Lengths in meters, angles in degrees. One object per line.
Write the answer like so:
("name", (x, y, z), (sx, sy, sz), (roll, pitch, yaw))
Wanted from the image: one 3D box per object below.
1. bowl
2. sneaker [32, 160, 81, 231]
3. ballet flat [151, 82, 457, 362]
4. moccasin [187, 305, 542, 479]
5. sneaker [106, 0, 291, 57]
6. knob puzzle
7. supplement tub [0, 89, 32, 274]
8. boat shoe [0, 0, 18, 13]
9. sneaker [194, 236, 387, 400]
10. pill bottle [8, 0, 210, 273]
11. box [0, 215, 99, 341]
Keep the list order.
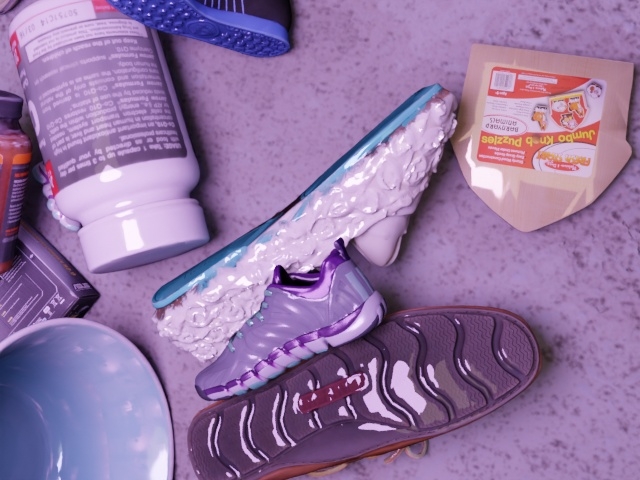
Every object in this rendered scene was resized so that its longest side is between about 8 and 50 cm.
("bowl", (-0.319, 0.240, 0.817), (0.163, 0.311, 0.311), (-6, 88, 30))
("sneaker", (-0.299, -0.066, 0.925), (0.069, 0.038, 0.098), (-32, 84, 9))
("ballet flat", (0.000, 0.000, 0.835), (0.409, 0.147, 0.147), (-37, 83, 13))
("moccasin", (0.049, 0.176, 0.816), (0.380, 0.147, 0.139), (-30, 70, 12))
("sneaker", (-0.130, -0.272, 0.824), (0.081, 0.232, 0.090), (-14, 72, 47))
("knob puzzle", (0.234, -0.105, 0.832), (0.213, 0.030, 0.213), (0, 89, 10))
("supplement tub", (-0.374, -0.065, 0.833), (0.106, 0.106, 0.198), (17, 102, 10))
("boat shoe", (-0.523, -0.393, 0.926), (0.355, 0.130, 0.132), (22, 93, 10))
("sneaker", (-0.047, 0.080, 0.775), (0.224, 0.083, 0.098), (-28, 96, 17))
("pill bottle", (-0.229, -0.116, 0.851), (0.161, 0.161, 0.283), (-18, 85, 10))
("box", (-0.412, 0.090, 0.935), (0.183, 0.056, 0.231), (42, 97, 10))
